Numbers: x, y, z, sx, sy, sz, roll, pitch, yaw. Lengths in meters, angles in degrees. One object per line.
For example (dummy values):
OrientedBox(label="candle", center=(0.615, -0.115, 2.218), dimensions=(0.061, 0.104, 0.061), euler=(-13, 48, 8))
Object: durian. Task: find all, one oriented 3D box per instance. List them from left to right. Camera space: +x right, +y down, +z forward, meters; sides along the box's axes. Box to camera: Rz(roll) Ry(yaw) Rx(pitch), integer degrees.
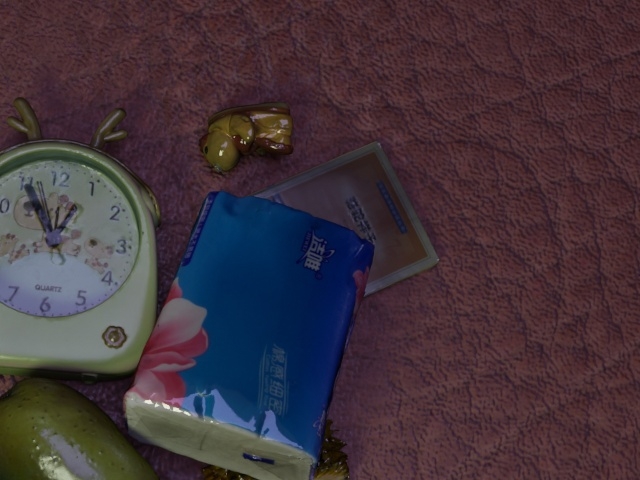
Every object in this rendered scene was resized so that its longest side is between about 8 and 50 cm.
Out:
OrientedBox(label="durian", center=(-0.072, 0.252, 1.291), dimensions=(0.224, 0.078, 0.140), euler=(-29, 82, -19))

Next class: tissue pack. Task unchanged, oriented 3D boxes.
OrientedBox(label="tissue pack", center=(-0.066, 0.099, 1.255), dimensions=(0.209, 0.137, 0.269), euler=(20, 56, -3))

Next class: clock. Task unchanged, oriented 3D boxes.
OrientedBox(label="clock", center=(-0.289, -0.004, 1.305), dimensions=(0.235, 0.096, 0.307), euler=(6, 75, -9))

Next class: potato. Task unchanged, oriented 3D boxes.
OrientedBox(label="potato", center=(-0.249, 0.254, 1.210), dimensions=(0.143, 0.169, 0.248), euler=(-37, 96, -47))

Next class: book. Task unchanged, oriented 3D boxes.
OrientedBox(label="book", center=(0.000, 0.000, 1.403), dimensions=(0.242, 0.018, 0.170), euler=(-25, 82, -16))

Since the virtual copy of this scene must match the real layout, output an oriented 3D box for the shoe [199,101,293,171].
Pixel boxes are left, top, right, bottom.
OrientedBox(label="shoe", center=(-0.084, -0.122, 1.389), dimensions=(0.109, 0.072, 0.069), euler=(-10, 73, -14))
